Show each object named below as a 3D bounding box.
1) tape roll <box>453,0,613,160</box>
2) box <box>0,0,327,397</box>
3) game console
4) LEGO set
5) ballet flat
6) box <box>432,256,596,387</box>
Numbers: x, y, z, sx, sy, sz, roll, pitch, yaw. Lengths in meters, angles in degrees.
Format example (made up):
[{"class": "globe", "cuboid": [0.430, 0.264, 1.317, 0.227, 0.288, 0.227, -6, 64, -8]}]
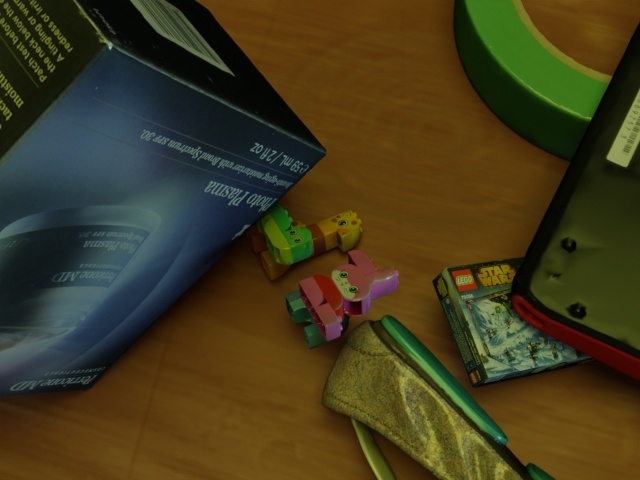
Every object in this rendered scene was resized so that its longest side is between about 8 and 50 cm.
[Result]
[{"class": "tape roll", "cuboid": [0.288, -0.223, 0.832, 0.321, 0.077, 0.321, -1, 68, 2]}, {"class": "box", "cuboid": [-0.196, -0.043, 0.610, 0.294, 0.296, 0.183, -43, 71, 13]}, {"class": "game console", "cuboid": [0.377, -0.035, 0.699, 0.342, 0.060, 0.386, 26, 74, 13]}, {"class": "LEGO set", "cuboid": [0.000, 0.000, 0.740, 0.093, 0.087, 0.227, -21, 49, -14]}, {"class": "ballet flat", "cuboid": [0.123, 0.193, 0.667, 0.316, 0.107, 0.106, 43, 95, 22]}, {"class": "box", "cuboid": [0.166, 0.060, 0.718, 0.137, 0.027, 0.094, -6, 65, -27]}]
